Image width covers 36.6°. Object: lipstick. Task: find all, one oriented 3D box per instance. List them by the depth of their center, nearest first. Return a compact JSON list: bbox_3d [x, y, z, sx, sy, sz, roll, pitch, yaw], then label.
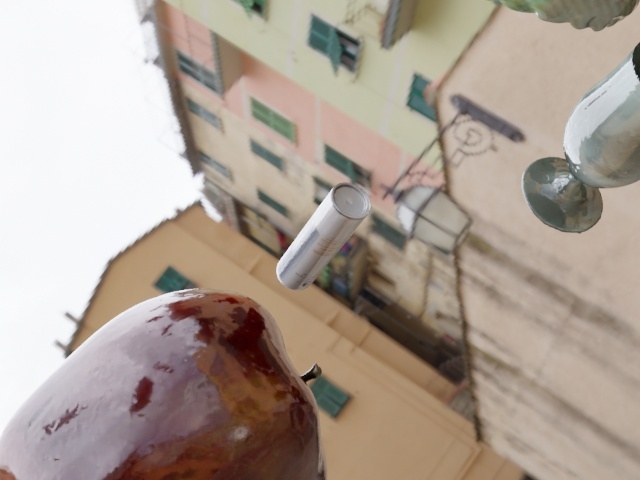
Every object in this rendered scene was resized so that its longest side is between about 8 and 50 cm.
[{"bbox_3d":[0.000,0.000,0.891,0.040,0.040,0.141,-42,-6,-38],"label":"lipstick"}]

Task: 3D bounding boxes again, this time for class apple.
[{"bbox_3d":[-0.139,0.201,0.930,0.317,0.288,0.288,-31,-22,-7],"label":"apple"}]

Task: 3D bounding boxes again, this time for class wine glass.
[{"bbox_3d":[0.264,-0.092,0.871,0.093,0.093,0.202,-45,-7,-31],"label":"wine glass"}]

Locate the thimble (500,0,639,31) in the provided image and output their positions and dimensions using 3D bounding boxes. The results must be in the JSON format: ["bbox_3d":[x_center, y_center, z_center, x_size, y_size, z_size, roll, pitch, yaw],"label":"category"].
[{"bbox_3d":[0.235,-0.308,0.957,0.219,0.219,0.150,-30,-39,-55],"label":"thimble"}]
